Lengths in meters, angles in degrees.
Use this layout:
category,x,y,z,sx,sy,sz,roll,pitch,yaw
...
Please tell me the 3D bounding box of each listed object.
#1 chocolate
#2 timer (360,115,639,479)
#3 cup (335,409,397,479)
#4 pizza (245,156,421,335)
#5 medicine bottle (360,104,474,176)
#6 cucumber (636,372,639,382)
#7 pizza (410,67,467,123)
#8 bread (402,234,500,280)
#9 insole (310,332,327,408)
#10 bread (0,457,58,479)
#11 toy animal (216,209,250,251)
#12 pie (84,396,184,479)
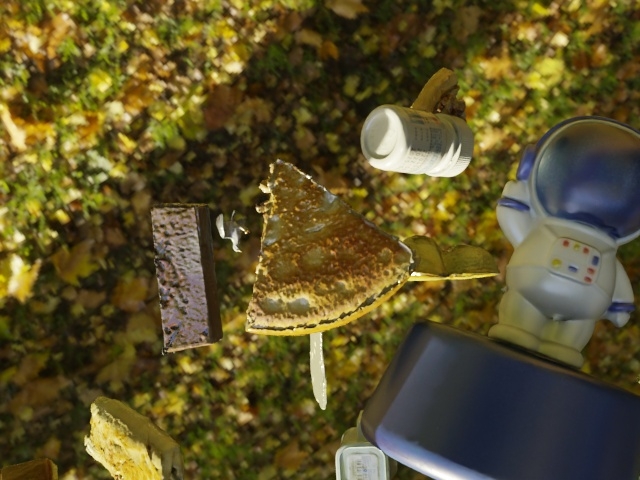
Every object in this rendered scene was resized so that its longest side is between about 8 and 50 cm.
category,x,y,z,sx,sy,sz,roll,pitch,yaw
chocolate,-0.276,0.079,2.071,0.112,0.321,0.112,-4,-177,8
timer,0.222,0.061,0.974,0.270,0.270,0.383,24,85,-52
cup,0.077,0.352,1.659,0.095,0.128,0.129,-2,180,7
pizza,0.000,0.000,1.081,0.201,0.193,0.053,-15,173,6
medicine bottle,0.154,-0.157,1.586,0.168,0.105,0.105,3,126,-43
cucumber,0.552,0.198,1.569,0.067,0.035,0.107,41,103,-18
pizza,0.230,-0.205,1.841,0.154,0.069,0.194,-58,138,-24
bread,0.173,0.026,1.396,0.188,0.150,0.065,5,88,-72
insole,-0.004,0.243,2.046,0.011,0.081,0.247,-13,125,-16
bread,-0.453,0.463,1.572,0.088,0.226,0.049,-11,152,1
toy animal,-0.105,-0.011,1.249,0.028,0.050,0.084,-30,168,13
pie,-0.331,0.362,1.734,0.068,0.282,0.128,4,99,-44
